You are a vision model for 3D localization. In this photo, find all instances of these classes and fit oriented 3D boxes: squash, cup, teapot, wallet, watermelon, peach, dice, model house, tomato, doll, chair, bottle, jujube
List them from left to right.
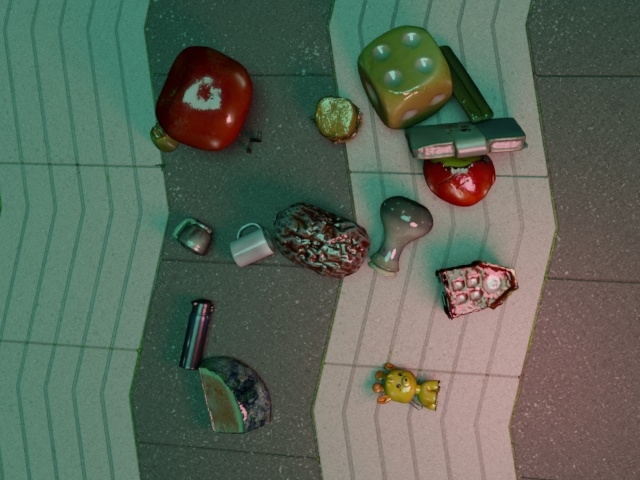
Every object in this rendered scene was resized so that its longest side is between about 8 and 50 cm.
[{"bbox_3d":[-0.559,-0.370,1.906,0.105,0.132,0.105,0,89,6],"label":"squash"},{"bbox_3d":[-0.439,-0.015,1.920,0.111,0.149,0.108,40,77,-32],"label":"teapot"},{"bbox_3d":[-0.433,0.327,1.920,0.082,0.072,0.245,10,92,-30],"label":"bottle"},{"bbox_3d":[-0.381,-0.462,1.806,0.293,0.290,0.325,29,91,-15],"label":"tomato"},{"bbox_3d":[-0.319,0.544,1.876,0.318,0.148,0.226,41,102,7],"label":"watermelon"},{"bbox_3d":[-0.235,0.014,1.894,0.133,0.136,0.099,-25,121,7],"label":"cup"},{"bbox_3d":[-0.230,-0.346,1.912,0.042,0.037,0.086,9,87,18],"label":"chair"},{"bbox_3d":[0.000,0.000,1.793,0.317,0.226,0.226,23,93,5],"label":"jujube"},{"bbox_3d":[0.252,-0.012,1.791,0.183,0.183,0.251,24,105,7],"label":"teapot"},{"bbox_3d":[0.266,-0.514,1.736,0.233,0.227,0.238,-28,73,2],"label":"dice"},{"bbox_3d":[0.284,0.486,1.811,0.220,0.135,0.143,8,59,13],"label":"doll"},{"bbox_3d":[0.438,-0.219,1.746,0.226,0.196,0.190,39,76,-6],"label":"peach"},{"bbox_3d":[0.453,-0.326,1.726,0.360,0.252,0.083,-5,115,7],"label":"wallet"},{"bbox_3d":[0.506,0.139,1.738,0.253,0.196,0.160,-17,86,6],"label":"model house"}]

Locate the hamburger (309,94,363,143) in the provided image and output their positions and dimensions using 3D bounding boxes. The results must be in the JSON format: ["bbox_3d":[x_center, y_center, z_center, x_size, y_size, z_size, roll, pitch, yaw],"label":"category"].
[{"bbox_3d":[0.051,-0.404,1.836,0.184,0.131,0.159,8,100,14],"label":"hamburger"}]

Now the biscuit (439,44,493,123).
[{"bbox_3d":[0.452,-0.515,1.769,0.099,0.038,0.323,-14,67,-25],"label":"biscuit"}]
